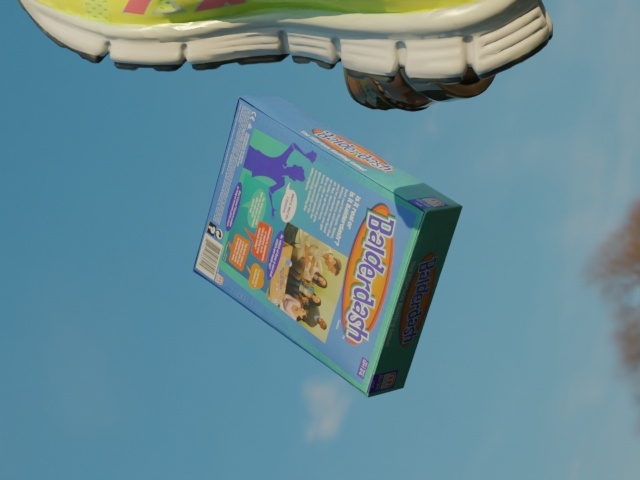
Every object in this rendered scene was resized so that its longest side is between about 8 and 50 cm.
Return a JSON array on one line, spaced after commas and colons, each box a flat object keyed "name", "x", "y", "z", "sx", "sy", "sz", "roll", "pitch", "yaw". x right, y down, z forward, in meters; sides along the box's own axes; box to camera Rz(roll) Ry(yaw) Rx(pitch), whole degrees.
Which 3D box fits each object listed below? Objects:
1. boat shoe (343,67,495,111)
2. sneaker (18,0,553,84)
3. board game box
[{"name": "boat shoe", "x": 0.082, "y": -0.234, "z": 1.186, "sx": 0.111, "sy": 0.104, "sz": 0.307, "roll": 32, "pitch": -113, "yaw": -32}, {"name": "sneaker", "x": -0.019, "y": -0.114, "z": 0.622, "sx": 0.081, "sy": 0.208, "sz": 0.094, "roll": -53, "pitch": -38, "yaw": -56}, {"name": "board game box", "x": 0.000, "y": 0.000, "z": 1.343, "sx": 0.047, "sy": 0.210, "sz": 0.160, "roll": -8, "pitch": -57, "yaw": -46}]
